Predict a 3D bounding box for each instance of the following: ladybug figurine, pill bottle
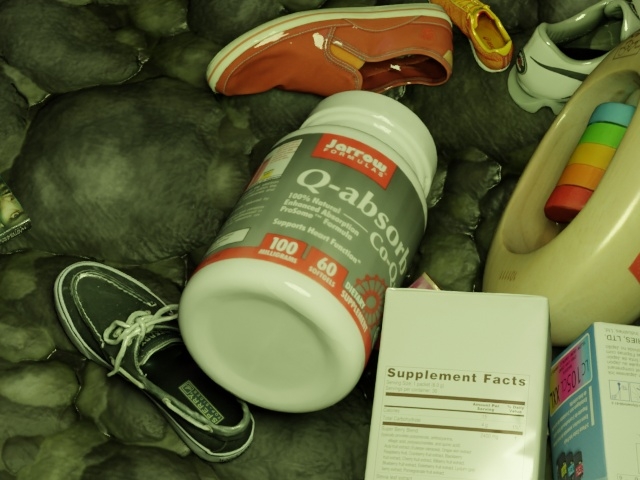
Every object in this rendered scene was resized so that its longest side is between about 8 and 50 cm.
[{"bbox_3d":[0.355,-0.062,1.698,0.162,0.305,0.449,34,79,-16],"label":"ladybug figurine"},{"bbox_3d":[0.000,0.000,1.640,0.210,0.210,0.363,20,45,7],"label":"pill bottle"}]

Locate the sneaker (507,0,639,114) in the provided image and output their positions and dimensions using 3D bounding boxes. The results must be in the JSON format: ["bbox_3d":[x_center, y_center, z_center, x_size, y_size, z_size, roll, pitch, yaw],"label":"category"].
[{"bbox_3d":[0.415,-0.251,1.877,0.330,0.146,0.122,-13,62,-12],"label":"sneaker"}]

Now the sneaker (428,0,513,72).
[{"bbox_3d":[0.201,-0.303,1.931,0.064,0.067,0.175,-32,67,-17],"label":"sneaker"}]

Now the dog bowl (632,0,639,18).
[{"bbox_3d":[0.562,-0.314,1.869,0.348,0.102,0.349,15,56,-23],"label":"dog bowl"}]

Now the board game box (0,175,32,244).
[{"bbox_3d":[-0.461,-0.020,1.759,0.186,0.026,0.126,-31,68,-19],"label":"board game box"}]

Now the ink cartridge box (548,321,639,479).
[{"bbox_3d":[0.399,0.303,1.557,0.270,0.151,0.395,7,60,-11],"label":"ink cartridge box"}]

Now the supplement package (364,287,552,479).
[{"bbox_3d":[0.147,0.218,1.524,0.175,0.177,0.293,3,67,12],"label":"supplement package"}]

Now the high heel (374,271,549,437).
[{"bbox_3d":[0.153,0.160,1.691,0.117,0.082,0.244,-42,83,7],"label":"high heel"}]

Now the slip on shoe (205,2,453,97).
[{"bbox_3d":[0.018,-0.227,1.855,0.331,0.123,0.101,-9,67,-14],"label":"slip on shoe"}]

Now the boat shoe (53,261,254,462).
[{"bbox_3d":[-0.193,0.124,1.655,0.113,0.105,0.306,-35,70,-20],"label":"boat shoe"}]
